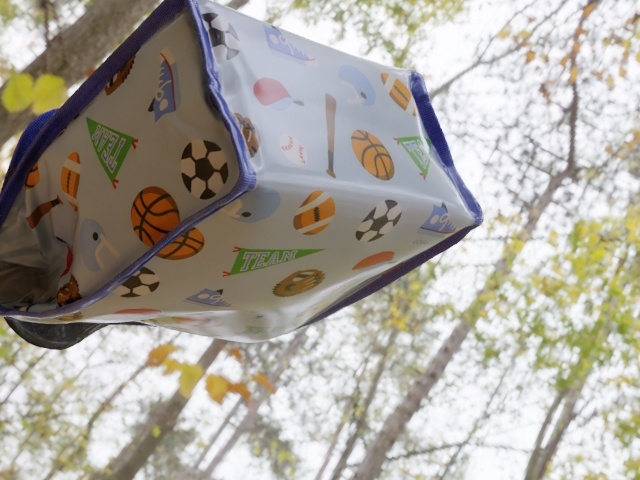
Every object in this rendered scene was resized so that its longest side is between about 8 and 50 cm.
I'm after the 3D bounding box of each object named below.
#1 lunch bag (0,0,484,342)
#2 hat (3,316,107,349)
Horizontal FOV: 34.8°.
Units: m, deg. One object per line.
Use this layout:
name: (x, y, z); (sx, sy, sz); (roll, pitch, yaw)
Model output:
lunch bag: (-0.106, -0.029, 0.988); (0.327, 0.239, 0.385); (9, -36, -44)
hat: (-0.410, 0.003, 1.568); (0.134, 0.331, 0.331); (11, -40, 30)
